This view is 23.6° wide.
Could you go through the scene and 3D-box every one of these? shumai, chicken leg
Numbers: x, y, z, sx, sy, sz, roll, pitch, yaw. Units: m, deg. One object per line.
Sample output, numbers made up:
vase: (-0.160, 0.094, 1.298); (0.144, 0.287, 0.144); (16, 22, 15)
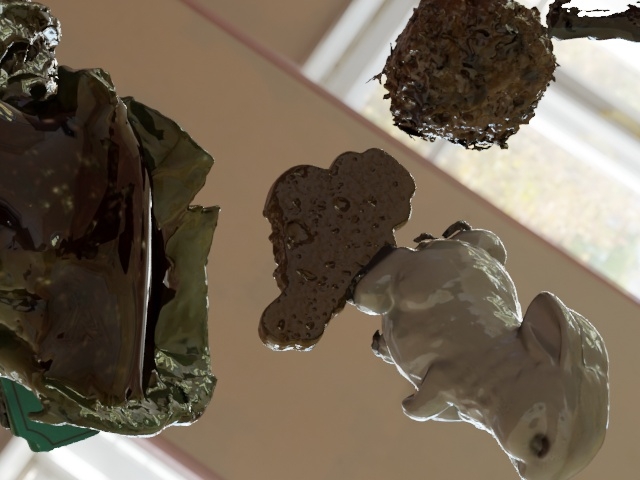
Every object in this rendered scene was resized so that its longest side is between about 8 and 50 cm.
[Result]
shumai: (-0.212, 0.026, 0.900); (0.330, 0.288, 0.292); (-31, 174, -46)
chicken leg: (0.330, -0.173, 1.407); (0.106, 0.253, 0.051); (-62, 176, 16)

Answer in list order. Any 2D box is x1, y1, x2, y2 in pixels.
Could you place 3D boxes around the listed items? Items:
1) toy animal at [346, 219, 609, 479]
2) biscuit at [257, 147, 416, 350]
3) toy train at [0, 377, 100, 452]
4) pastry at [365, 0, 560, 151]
toy animal: (0.213, 0.132, 1.851); (0.258, 0.357, 0.194); (-50, 141, -8)
biscuit: (0.007, 0.007, 1.944); (0.047, 0.183, 0.319); (114, -4, -59)
toy train: (-0.229, 0.092, 1.372); (0.154, 0.197, 0.107); (-16, -156, -16)
pastry: (0.207, -0.255, 2.191); (0.275, 0.275, 0.193); (-57, -145, 24)
